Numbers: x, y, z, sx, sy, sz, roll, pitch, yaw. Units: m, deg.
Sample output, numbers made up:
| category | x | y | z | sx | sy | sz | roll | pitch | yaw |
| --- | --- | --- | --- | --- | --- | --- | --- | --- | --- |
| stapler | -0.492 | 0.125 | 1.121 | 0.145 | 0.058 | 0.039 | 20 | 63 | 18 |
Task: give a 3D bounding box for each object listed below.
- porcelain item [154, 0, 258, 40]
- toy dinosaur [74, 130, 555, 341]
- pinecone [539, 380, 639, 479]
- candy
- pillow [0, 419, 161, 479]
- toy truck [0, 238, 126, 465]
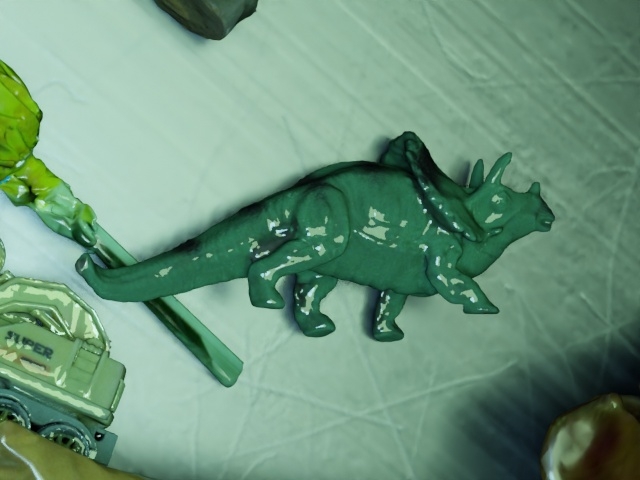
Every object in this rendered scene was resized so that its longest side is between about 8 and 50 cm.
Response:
| category | x | y | z | sx | sy | sz | roll | pitch | yaw |
| --- | --- | --- | --- | --- | --- | --- | --- | --- | --- |
| porcelain item | -0.014 | -0.215 | 1.013 | 0.081 | 0.069 | 0.215 | 45 | 74 | -7 |
| toy dinosaur | 0.007 | 0.017 | 1.006 | 0.292 | 0.079 | 0.120 | -22 | 90 | -21 |
| pinecone | 0.296 | 0.232 | 0.948 | 0.384 | 0.384 | 0.384 | 0 | 90 | -16 |
| candy | -0.135 | -0.007 | 0.981 | 0.262 | 0.077 | 0.073 | 47 | 63 | -19 |
| pillow | -0.078 | 0.267 | 0.948 | 0.312 | 0.119 | 0.310 | 15 | 103 | -23 |
| toy truck | -0.192 | 0.054 | 0.950 | 0.191 | 0.085 | 0.116 | 27 | 75 | -18 |
